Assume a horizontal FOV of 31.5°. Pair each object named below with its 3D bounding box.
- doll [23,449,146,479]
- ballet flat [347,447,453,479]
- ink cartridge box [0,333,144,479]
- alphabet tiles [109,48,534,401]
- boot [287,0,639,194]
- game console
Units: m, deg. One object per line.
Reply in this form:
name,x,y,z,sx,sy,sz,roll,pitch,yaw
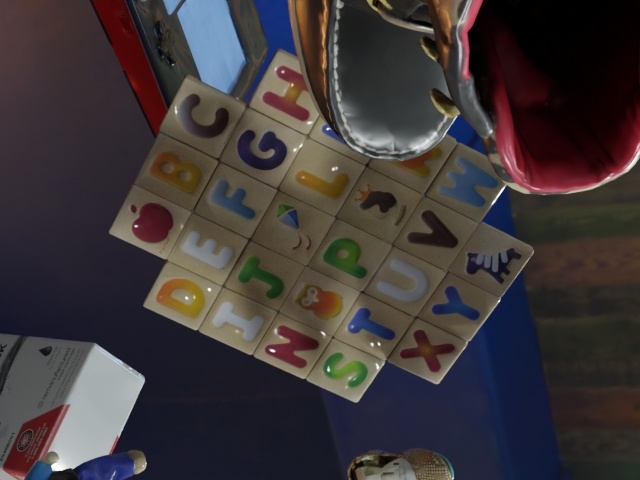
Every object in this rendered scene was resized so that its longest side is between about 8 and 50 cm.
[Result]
doll,-0.278,0.296,1.266,0.189,0.129,0.046,-11,176,-40
ballet flat,0.100,0.319,1.534,0.067,0.073,0.206,-12,175,-28
ink cartridge box,-0.408,0.243,1.590,0.273,0.114,0.197,0,-122,40
alphabet tiles,0.000,0.000,1.011,0.342,0.285,0.011,26,-152,-11
boot,0.077,-0.129,0.562,0.138,0.377,0.284,3,-137,-14
game console,-0.154,-0.287,1.262,0.060,0.342,0.386,-14,-153,18
